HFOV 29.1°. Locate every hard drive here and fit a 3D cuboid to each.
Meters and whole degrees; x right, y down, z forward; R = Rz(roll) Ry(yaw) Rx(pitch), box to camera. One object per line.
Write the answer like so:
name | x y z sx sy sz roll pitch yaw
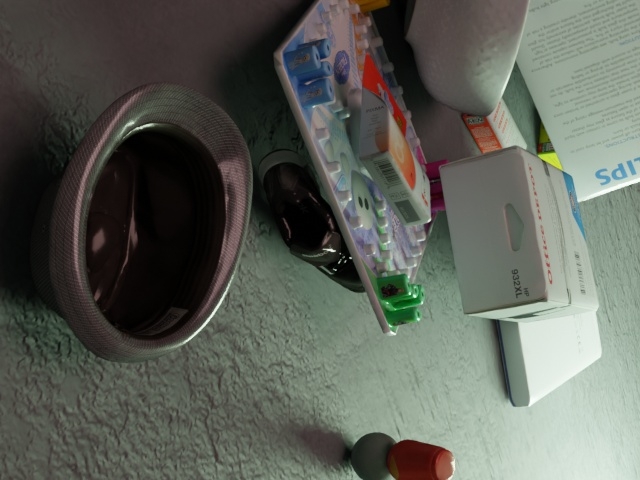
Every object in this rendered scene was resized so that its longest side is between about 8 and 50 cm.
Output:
hard drive | 0.394 0.140 2.116 0.319 0.040 0.210 -17 99 -55

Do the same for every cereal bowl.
cereal bowl | 0.202 -0.354 1.752 0.339 0.141 0.339 -170 -90 -88

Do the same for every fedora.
fedora | -0.194 -0.016 1.223 0.244 0.124 0.275 26 73 -48

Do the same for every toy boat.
toy boat | 0.057 0.388 1.531 0.267 0.148 0.318 45 57 -36

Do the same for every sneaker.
sneaker | 0.000 0.000 1.517 0.234 0.078 0.106 53 17 -32

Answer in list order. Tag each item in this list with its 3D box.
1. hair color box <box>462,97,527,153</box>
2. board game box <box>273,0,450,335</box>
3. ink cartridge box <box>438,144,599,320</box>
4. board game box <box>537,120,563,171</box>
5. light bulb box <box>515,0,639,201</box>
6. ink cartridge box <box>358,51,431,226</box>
hair color box | 0.285 -0.177 2.005 0.141 0.043 0.072 56 44 -36
board game box | 0.079 -0.136 1.614 0.390 0.050 0.390 -64 136 -59
ink cartridge box | 0.299 0.001 1.826 0.307 0.129 0.223 12 67 -64
board game box | 0.458 -0.161 2.250 0.181 0.043 0.092 34 58 -48
light bulb box | 0.478 -0.319 2.059 0.361 0.225 0.358 62 27 -18
ink cartridge box | 0.096 -0.129 1.525 0.145 0.045 0.179 54 34 -46
